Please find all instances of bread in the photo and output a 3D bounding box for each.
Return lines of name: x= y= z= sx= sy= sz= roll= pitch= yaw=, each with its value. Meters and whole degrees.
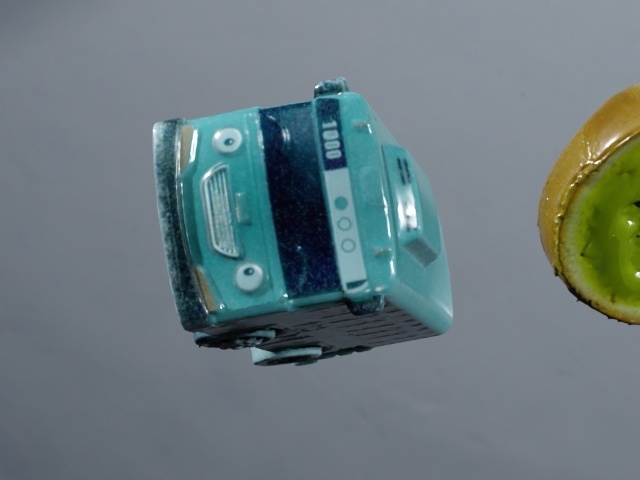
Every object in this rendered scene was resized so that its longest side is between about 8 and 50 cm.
bread: x=0.308 y=-0.029 z=1.216 sx=0.236 sy=0.070 sz=0.236 roll=-6 pitch=124 yaw=-9

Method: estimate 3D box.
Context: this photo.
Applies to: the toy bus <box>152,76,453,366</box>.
toy bus: x=0.000 y=0.000 z=0.813 sx=0.147 sy=0.256 sz=0.128 roll=-12 pitch=78 yaw=10
